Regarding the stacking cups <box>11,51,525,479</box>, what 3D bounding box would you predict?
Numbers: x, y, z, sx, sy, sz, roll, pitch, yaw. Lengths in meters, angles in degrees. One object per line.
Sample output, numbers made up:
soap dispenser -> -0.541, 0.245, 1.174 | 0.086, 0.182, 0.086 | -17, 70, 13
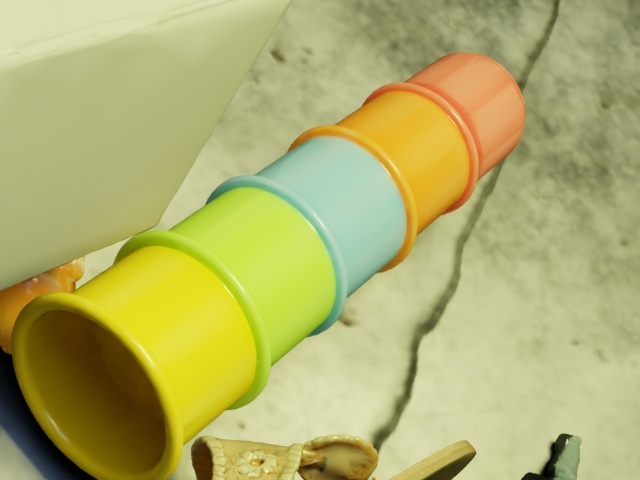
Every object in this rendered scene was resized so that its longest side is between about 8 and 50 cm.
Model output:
stacking cups -> 0.000, 0.000, 0.854 | 0.096, 0.096, 0.316 | 50, 48, 6

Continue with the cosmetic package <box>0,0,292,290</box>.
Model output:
cosmetic package -> -0.247, -0.182, 0.687 | 0.230, 0.161, 0.453 | -24, 67, -43

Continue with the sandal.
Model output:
sandal -> -0.040, 0.123, 0.782 | 0.240, 0.088, 0.079 | -31, 73, -29

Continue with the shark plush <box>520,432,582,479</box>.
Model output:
shark plush -> 0.115, 0.169, 0.870 | 0.067, 0.073, 0.161 | 33, 30, -30

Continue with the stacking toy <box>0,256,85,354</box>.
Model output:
stacking toy -> -0.108, -0.091, 0.841 | 0.165, 0.175, 0.302 | 10, 75, 12
